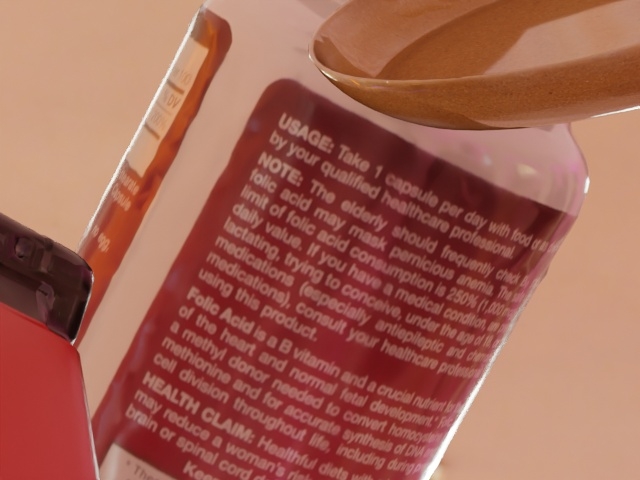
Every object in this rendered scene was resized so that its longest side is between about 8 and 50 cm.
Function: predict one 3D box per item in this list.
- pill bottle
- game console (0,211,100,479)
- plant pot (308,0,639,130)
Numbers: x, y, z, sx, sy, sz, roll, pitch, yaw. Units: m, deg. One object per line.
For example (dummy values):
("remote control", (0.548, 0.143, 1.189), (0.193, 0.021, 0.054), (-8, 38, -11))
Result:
("pill bottle", (0.000, 0.000, 0.991), (0.224, 0.392, 0.224), (28, -172, -4))
("game console", (-0.108, 0.017, 0.326), (0.124, 0.085, 0.144), (6, 163, 33))
("plant pot", (0.113, -0.092, 0.735), (0.236, 0.032, 0.236), (-15, -160, 6))
